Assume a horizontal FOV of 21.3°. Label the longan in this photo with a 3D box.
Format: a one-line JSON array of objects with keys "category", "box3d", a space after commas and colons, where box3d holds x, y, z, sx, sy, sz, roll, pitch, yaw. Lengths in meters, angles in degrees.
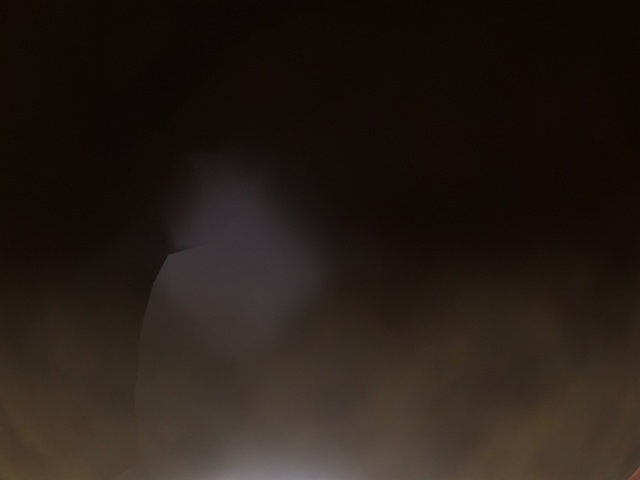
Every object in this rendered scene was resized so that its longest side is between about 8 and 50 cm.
[{"category": "longan", "box3d": [0.000, 0.000, 0.535, 0.258, 0.258, 0.258, 2, 98, 15]}]
